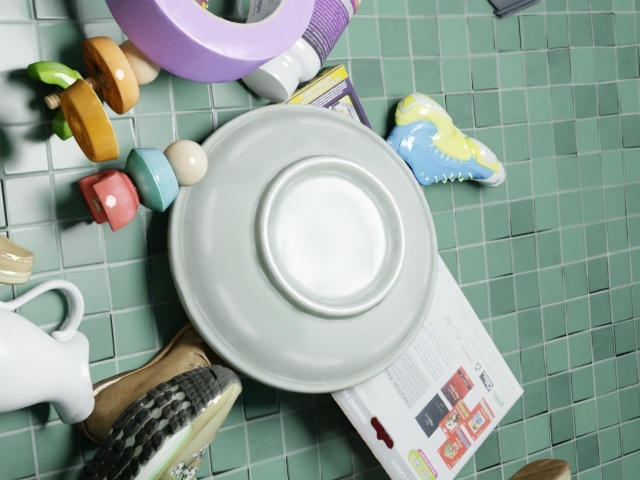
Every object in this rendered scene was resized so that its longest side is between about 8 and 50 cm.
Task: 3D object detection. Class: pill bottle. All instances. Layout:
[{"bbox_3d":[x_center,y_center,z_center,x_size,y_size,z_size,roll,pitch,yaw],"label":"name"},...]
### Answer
[{"bbox_3d":[-0.032,-0.290,1.644,0.108,0.108,0.193,43,66,-30],"label":"pill bottle"}]

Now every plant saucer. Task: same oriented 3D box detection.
[{"bbox_3d":[0.000,0.000,1.571,0.400,0.100,0.401,6,77,-24],"label":"plant saucer"}]

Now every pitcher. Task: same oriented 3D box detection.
[{"bbox_3d":[-0.367,0.121,1.399,0.207,0.125,0.178,18,65,-47],"label":"pitcher"}]

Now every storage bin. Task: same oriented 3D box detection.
[{"bbox_3d":[0.312,-0.432,1.897,0.091,0.135,0.098,39,68,-21],"label":"storage bin"}]

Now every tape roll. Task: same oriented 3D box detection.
[{"bbox_3d":[-0.140,-0.340,1.480,0.274,0.090,0.275,13,68,-35],"label":"tape roll"}]

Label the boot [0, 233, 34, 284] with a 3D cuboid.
[{"bbox_3d":[-0.380,-0.090,1.223,0.262,0.095,0.203,31,92,-1],"label":"boot"}]

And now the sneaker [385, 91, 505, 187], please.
[{"bbox_3d":[0.183,-0.124,1.841,0.240,0.091,0.126,36,88,-33],"label":"sneaker"}]

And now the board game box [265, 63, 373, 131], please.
[{"bbox_3d":[-0.010,-0.153,1.702,0.170,0.048,0.141,-37,110,-31],"label":"board game box"}]

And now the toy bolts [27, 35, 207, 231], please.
[{"bbox_3d":[-0.224,-0.134,1.442,0.158,0.218,0.228,-28,114,-19],"label":"toy bolts"}]

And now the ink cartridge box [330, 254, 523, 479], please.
[{"bbox_3d":[0.118,0.201,1.755,0.272,0.130,0.309,-45,116,-26],"label":"ink cartridge box"}]

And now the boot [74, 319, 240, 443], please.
[{"bbox_3d":[-0.167,0.180,1.548,0.305,0.115,0.112,-32,108,-34],"label":"boot"}]

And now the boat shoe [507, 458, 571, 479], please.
[{"bbox_3d":[0.303,0.477,1.907,0.341,0.121,0.110,-26,106,-35],"label":"boat shoe"}]

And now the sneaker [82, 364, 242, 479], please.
[{"bbox_3d":[-0.195,0.333,1.398,0.182,0.158,0.410,33,96,-25],"label":"sneaker"}]

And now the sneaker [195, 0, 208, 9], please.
[{"bbox_3d":[-0.165,-0.342,1.566,0.084,0.069,0.185,-22,105,-30],"label":"sneaker"}]
